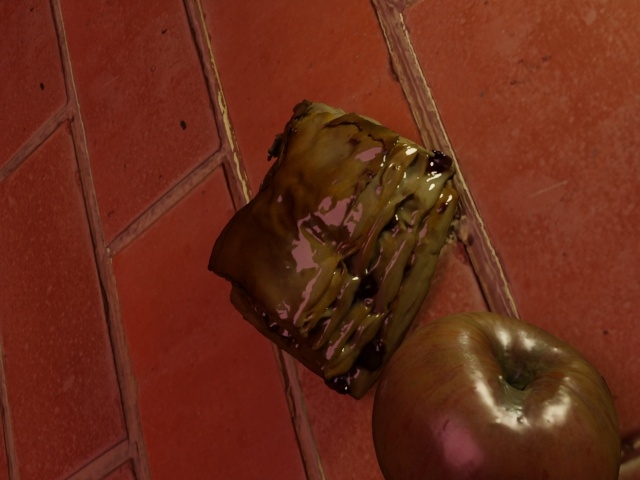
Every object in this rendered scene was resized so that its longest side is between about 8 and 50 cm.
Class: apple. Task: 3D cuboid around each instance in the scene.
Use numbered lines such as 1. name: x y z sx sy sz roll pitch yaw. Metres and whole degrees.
1. apple: 0.170 0.192 1.033 0.261 0.260 0.194 39 126 43

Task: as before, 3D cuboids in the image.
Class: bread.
1. bread: 0.000 0.000 1.297 0.277 0.167 0.325 30 101 44
